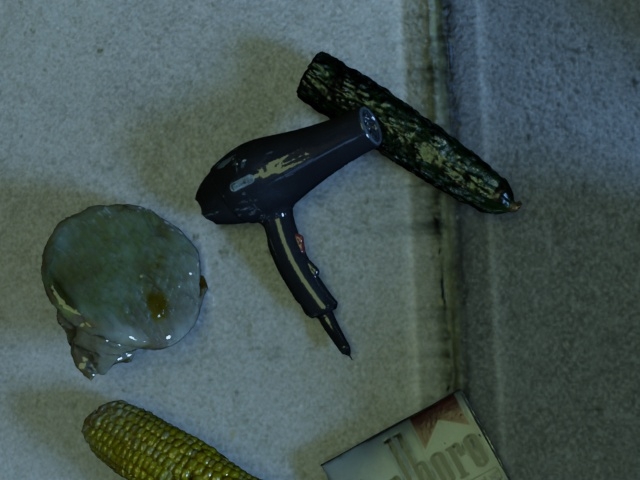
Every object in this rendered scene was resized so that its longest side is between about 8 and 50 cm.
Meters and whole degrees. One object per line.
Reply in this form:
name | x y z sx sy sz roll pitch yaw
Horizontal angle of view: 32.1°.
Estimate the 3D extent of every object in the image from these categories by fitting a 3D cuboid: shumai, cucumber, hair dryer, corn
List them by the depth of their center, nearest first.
corn | -0.129 0.275 1.230 0.320 0.097 0.097 29 89 19
cucumber | 0.100 -0.112 1.245 0.293 0.067 0.067 36 91 16
hair dryer | 0.000 0.000 1.248 0.235 0.091 0.271 -23 90 26
shumai | -0.235 0.061 1.284 0.120 0.201 0.201 -44 68 48

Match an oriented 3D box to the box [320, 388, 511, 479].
box | 0.101 0.252 1.200 0.177 0.036 0.115 -31 74 9
